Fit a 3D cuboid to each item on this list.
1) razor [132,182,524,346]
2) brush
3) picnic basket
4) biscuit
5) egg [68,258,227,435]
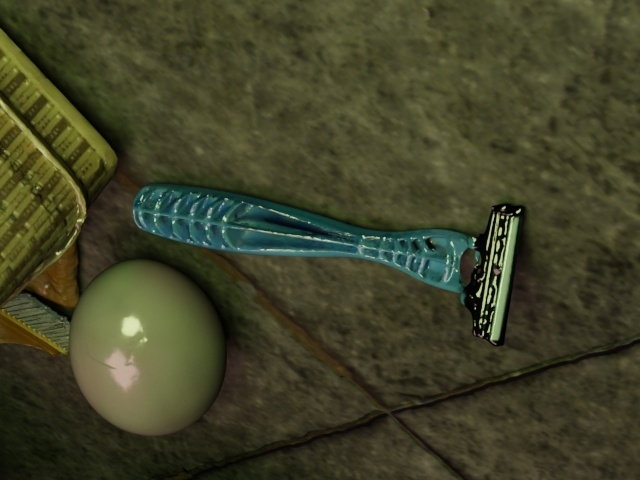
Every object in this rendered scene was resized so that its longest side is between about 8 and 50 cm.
[{"bbox_3d":[0.000,0.000,0.980,0.253,0.042,0.082,10,99,24],"label":"razor"},{"bbox_3d":[-0.260,0.072,1.255,0.218,0.010,0.082,-12,141,43],"label":"brush"},{"bbox_3d":[-0.310,-0.027,1.014,0.228,0.175,0.313,48,140,-17],"label":"picnic basket"},{"bbox_3d":[-0.206,0.010,1.146,0.081,0.018,0.083,21,145,8],"label":"biscuit"},{"bbox_3d":[-0.115,0.072,1.089,0.103,0.103,0.135,11,141,21],"label":"egg"}]
